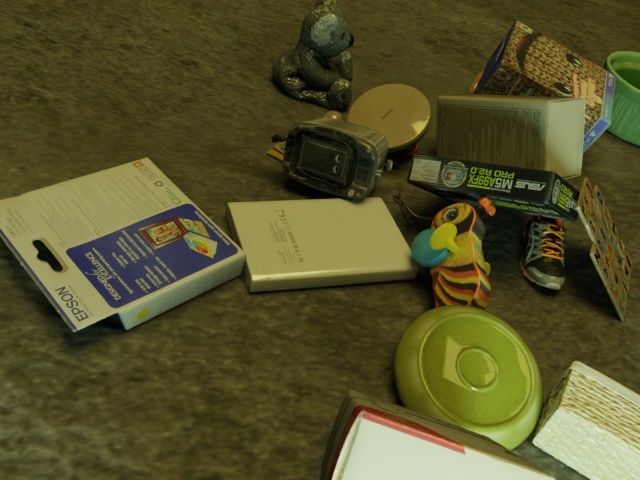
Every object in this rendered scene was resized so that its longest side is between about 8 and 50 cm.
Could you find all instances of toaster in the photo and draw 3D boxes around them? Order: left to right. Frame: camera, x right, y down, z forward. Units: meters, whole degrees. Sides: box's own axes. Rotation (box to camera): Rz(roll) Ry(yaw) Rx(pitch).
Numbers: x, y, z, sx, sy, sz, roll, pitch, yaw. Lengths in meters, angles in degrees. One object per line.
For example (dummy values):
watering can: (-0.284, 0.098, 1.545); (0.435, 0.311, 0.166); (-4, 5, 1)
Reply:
toaster: (0.028, -0.172, 1.356); (0.227, 0.129, 0.146); (18, 22, 16)

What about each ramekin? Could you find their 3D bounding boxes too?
ramekin: (0.902, -0.382, 1.874); (0.304, 0.148, 0.303); (9, 41, -8)

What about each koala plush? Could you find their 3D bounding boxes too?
koala plush: (-0.002, -0.460, 1.615); (0.204, 0.221, 0.196); (11, 41, -5)

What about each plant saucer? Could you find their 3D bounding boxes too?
plant saucer: (0.232, 0.200, 1.029); (0.241, 0.037, 0.240); (5, 60, -9)

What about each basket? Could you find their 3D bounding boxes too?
basket: (0.412, 0.279, 0.994); (0.167, 0.113, 0.103); (29, 44, 16)

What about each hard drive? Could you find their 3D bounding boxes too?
hard drive: (0.000, 0.000, 1.233); (0.308, 0.040, 0.203); (-3, 44, -21)

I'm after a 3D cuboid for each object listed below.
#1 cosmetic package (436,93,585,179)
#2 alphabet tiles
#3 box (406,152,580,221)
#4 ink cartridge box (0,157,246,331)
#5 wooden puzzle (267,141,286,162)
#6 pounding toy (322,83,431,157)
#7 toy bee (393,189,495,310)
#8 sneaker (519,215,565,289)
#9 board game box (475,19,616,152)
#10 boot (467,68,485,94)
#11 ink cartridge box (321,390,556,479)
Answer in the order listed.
cosmetic package: (0.385, -0.223, 1.421); (0.113, 0.160, 0.309); (-12, 19, -31)
alphabet tiles: (0.547, 0.005, 1.307); (0.237, 0.009, 0.198); (58, 40, -17)
box: (0.331, -0.099, 1.286); (0.270, 0.060, 0.216); (13, 0, 33)
ink cartridge box: (-0.333, 0.004, 1.105); (0.307, 0.072, 0.304); (-26, 57, -36)
wooden puzzle: (-0.052, -0.193, 1.456); (0.079, 0.014, 0.116); (35, 44, 21)
pounding toy: (0.135, -0.237, 1.520); (0.237, 0.110, 0.182); (-19, 57, 4)
toy bee: (0.239, -0.003, 1.196); (0.195, 0.162, 0.298); (16, 46, -62)
sneaker: (0.443, 0.009, 1.333); (0.084, 0.083, 0.214); (14, 42, -5)
board game box: (0.548, -0.366, 1.663); (0.291, 0.141, 0.232); (29, 47, -2)
boot: (0.516, -0.377, 1.788); (0.207, 0.090, 0.248); (33, 40, 23)
ink cartridge box: (0.112, 0.265, 0.778); (0.207, 0.283, 0.117); (18, 83, 2)
